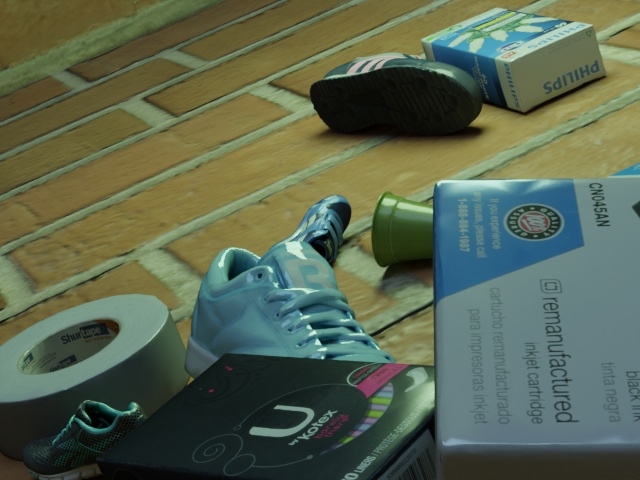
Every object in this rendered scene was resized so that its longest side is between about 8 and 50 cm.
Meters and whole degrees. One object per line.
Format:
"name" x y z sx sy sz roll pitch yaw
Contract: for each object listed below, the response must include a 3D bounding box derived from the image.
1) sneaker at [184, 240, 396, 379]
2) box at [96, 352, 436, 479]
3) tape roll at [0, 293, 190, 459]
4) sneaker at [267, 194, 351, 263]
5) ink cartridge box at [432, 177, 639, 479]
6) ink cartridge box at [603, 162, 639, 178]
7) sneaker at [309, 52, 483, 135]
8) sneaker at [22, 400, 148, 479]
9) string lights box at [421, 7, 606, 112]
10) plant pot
"sneaker" -0.024 0.079 1.415 0.135 0.150 0.366 0 8 -33
"box" -0.007 0.188 1.181 0.270 0.143 0.165 -2 27 42
"tape roll" -0.248 0.139 1.634 0.219 0.072 0.219 -18 21 7
"sneaker" 0.000 0.000 1.788 0.059 0.053 0.144 -1 36 43
"ink cartridge box" 0.266 0.094 0.947 0.395 0.166 0.285 -1 32 4
"ink cartridge box" 0.312 -0.004 1.406 0.140 0.082 0.191 -24 20 -10
"sneaker" 0.123 -0.217 2.136 0.131 0.112 0.319 -36 27 -30
"sneaker" -0.218 0.184 1.482 0.167 0.076 0.065 -8 23 29
"string lights box" 0.259 -0.250 2.141 0.133 0.076 0.260 -25 21 -16
"plant pot" 0.106 -0.010 1.689 0.079 0.083 0.083 3 28 24
